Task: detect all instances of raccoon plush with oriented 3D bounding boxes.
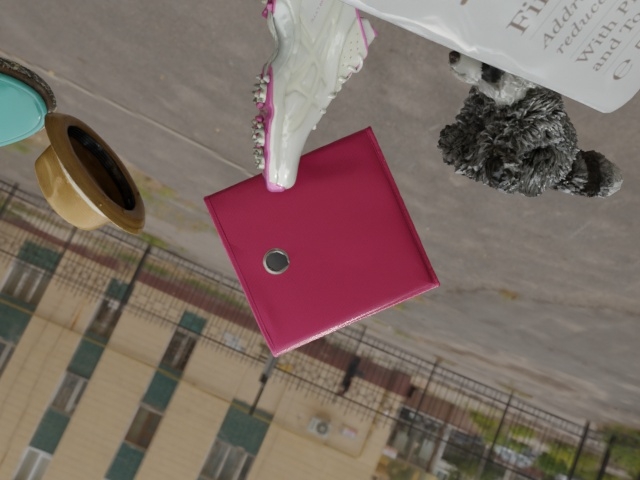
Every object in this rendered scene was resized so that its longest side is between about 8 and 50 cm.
[{"bbox_3d":[0.397,-0.253,1.255,0.447,0.299,0.216,-2,-150,-38],"label":"raccoon plush"}]

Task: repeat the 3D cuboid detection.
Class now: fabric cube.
[{"bbox_3d":[0.000,0.000,1.104,0.259,0.258,0.254,-126,13,-88],"label":"fabric cube"}]

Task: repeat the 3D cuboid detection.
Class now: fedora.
[{"bbox_3d":[-0.318,-0.077,0.948,0.194,0.079,0.194,56,-172,-12],"label":"fedora"}]

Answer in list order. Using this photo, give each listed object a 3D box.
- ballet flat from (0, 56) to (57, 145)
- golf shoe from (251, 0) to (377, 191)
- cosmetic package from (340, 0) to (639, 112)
[{"bbox_3d":[-0.621,-0.198,1.014,0.483,0.182,0.164,-14,132,-3],"label":"ballet flat"},{"bbox_3d":[-0.006,-0.199,0.820,0.140,0.306,0.115,4,-159,-13],"label":"golf shoe"},{"bbox_3d":[0.108,-0.340,0.470,0.394,0.329,0.327,7,-140,-39],"label":"cosmetic package"}]
